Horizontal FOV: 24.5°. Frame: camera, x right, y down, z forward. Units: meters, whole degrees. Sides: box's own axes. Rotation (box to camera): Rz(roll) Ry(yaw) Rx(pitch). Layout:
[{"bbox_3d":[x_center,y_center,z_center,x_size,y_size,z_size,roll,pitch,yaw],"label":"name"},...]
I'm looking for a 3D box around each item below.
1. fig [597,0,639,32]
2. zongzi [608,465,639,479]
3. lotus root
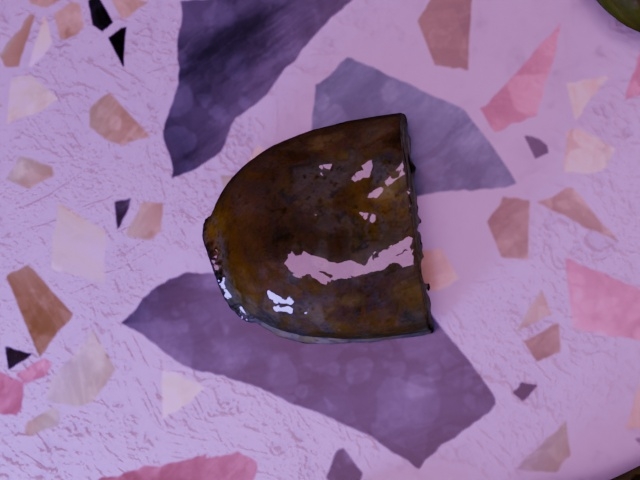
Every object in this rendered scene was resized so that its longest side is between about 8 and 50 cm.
[{"bbox_3d":[0.386,-0.283,1.721,0.151,0.151,0.259,-16,111,7],"label":"fig"},{"bbox_3d":[0.308,0.298,1.685,0.274,0.145,0.300,18,73,15],"label":"zongzi"},{"bbox_3d":[-0.014,-0.010,1.734,0.260,0.149,0.267,-7,82,7],"label":"lotus root"}]
